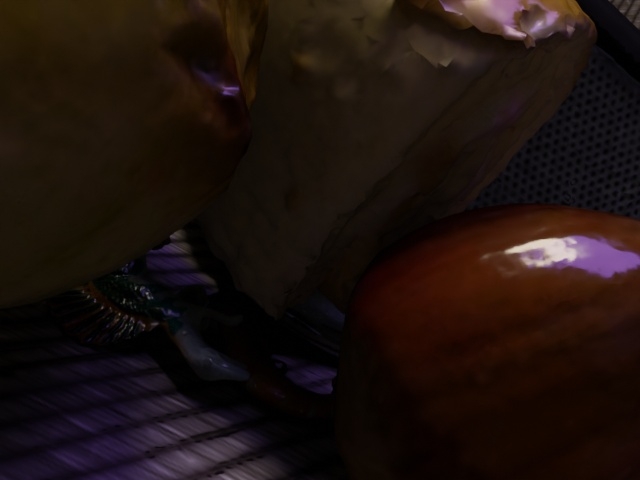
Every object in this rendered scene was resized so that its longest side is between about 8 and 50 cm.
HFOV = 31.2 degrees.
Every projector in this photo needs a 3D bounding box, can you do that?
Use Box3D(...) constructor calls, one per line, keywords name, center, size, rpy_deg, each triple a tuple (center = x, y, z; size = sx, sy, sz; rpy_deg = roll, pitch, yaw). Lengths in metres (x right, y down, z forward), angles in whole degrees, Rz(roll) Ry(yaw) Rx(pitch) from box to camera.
Box3D(name="projector", center=(0.157, -0.097, 1.008), size=(0.405, 0.242, 0.395), rpy_deg=(37, 5, -21))

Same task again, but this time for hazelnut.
Box3D(name="hazelnut", center=(0.107, 0.079, 0.586), size=(0.210, 0.186, 0.210), rpy_deg=(19, -25, 9))

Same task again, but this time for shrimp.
Box3D(name="shrimp", center=(-0.028, 0.070, 0.700), size=(0.091, 0.025, 0.127), rpy_deg=(14, 24, -42))

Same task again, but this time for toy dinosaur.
Box3D(name="toy dinosaur", center=(-0.119, 0.029, 0.661), size=(0.187, 0.044, 0.106), rpy_deg=(27, 30, 2))

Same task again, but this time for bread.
Box3D(name="bread", center=(-0.034, -0.163, 0.658), size=(0.165, 0.236, 0.375), rpy_deg=(-10, 57, -45))

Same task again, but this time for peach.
Box3D(name="peach", center=(-0.183, -0.104, 0.490), size=(0.315, 0.314, 0.281), rpy_deg=(-6, -15, 10))

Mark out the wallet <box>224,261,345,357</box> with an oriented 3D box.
Box3D(name="wallet", center=(0.000, 0.000, 0.889), size=(0.223, 0.077, 0.309), rpy_deg=(23, 13, -30))
